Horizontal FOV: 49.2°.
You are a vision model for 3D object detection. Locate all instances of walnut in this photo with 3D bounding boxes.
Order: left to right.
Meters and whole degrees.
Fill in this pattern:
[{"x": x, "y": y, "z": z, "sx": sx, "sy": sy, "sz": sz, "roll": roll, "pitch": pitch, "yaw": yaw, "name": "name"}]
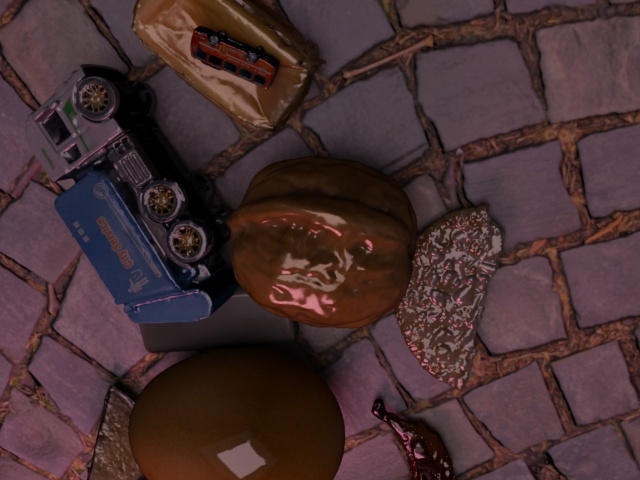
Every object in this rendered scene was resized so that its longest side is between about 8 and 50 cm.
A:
[{"x": 0.000, "y": 0.000, "z": 0.927, "sx": 0.257, "sy": 0.257, "sz": 0.224, "roll": 9, "pitch": 77, "yaw": 6, "name": "walnut"}]

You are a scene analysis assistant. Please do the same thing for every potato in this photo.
[{"x": -0.332, "y": 0.333, "z": 1.174, "sx": 0.101, "sy": 0.089, "sz": 0.171, "roll": 10, "pitch": 78, "yaw": -15, "name": "potato"}]

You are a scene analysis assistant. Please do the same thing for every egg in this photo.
[{"x": -0.124, "y": 0.280, "z": 1.022, "sx": 0.323, "sy": 0.250, "sz": 0.250, "roll": 5, "pitch": 109, "yaw": 13, "name": "egg"}]

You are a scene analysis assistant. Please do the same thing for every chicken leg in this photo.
[{"x": 0.156, "y": 0.340, "z": 1.105, "sx": 0.090, "sy": 0.048, "sz": 0.219, "roll": -22, "pitch": 104, "yaw": 12, "name": "chicken leg"}]

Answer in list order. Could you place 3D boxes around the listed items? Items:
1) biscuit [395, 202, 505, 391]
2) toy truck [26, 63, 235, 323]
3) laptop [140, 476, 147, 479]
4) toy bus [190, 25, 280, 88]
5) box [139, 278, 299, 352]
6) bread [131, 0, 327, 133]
[{"x": 0.177, "y": 0.075, "z": 1.020, "sx": 0.141, "sy": 0.038, "sz": 0.289, "roll": 12, "pitch": 108, "yaw": 5, "name": "biscuit"}, {"x": -0.249, "y": -0.055, "z": 0.967, "sx": 0.175, "sy": 0.146, "sz": 0.367, "roll": -30, "pitch": 93, "yaw": 12, "name": "toy truck"}, {"x": -0.232, "y": 0.420, "z": 1.209, "sx": 0.180, "sy": 0.016, "sz": 0.129, "roll": 22, "pitch": 109, "yaw": 2, "name": "laptop"}, {"x": -0.106, "y": -0.225, "z": 0.856, "sx": 0.110, "sy": 0.031, "sz": 0.043, "roll": 24, "pitch": 122, "yaw": 1, "name": "toy bus"}, {"x": -0.159, "y": 0.114, "z": 1.075, "sx": 0.244, "sy": 0.055, "sz": 0.103, "roll": -5, "pitch": 107, "yaw": 10, "name": "box"}, {"x": -0.121, "y": -0.259, "z": 0.920, "sx": 0.241, "sy": 0.107, "sz": 0.136, "roll": 37, "pitch": 112, "yaw": -4, "name": "bread"}]
